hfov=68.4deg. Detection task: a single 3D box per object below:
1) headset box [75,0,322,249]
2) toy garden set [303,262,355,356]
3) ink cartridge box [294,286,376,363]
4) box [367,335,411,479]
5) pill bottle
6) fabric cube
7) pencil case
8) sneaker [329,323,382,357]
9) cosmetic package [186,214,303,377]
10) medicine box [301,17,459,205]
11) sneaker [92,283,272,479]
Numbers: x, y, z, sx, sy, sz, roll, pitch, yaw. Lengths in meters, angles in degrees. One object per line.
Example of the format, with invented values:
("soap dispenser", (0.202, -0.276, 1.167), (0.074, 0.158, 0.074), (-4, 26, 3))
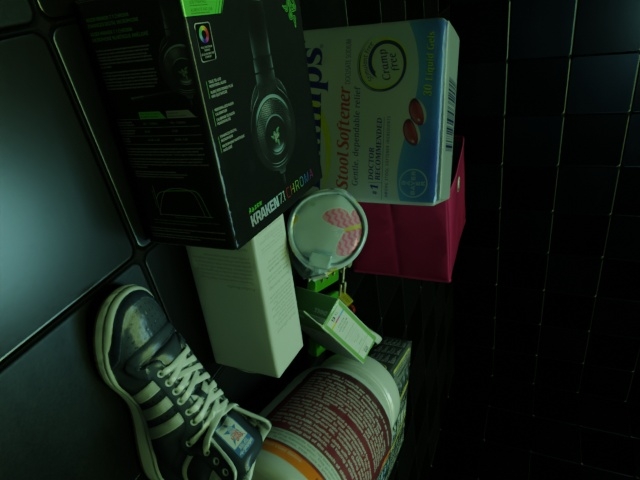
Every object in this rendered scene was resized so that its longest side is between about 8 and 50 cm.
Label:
("headset box", (-0.116, -0.171, 0.571), (0.246, 0.131, 0.283), (-48, 136, -54))
("toy garden set", (0.015, 0.096, 1.022), (0.204, 0.049, 0.244), (-22, 113, -61))
("ink cartridge box", (0.004, 0.142, 0.859), (0.209, 0.109, 0.062), (47, 65, -40))
("box", (0.147, 0.454, 1.209), (0.395, 0.097, 0.318), (-13, 109, -68))
("pill bottle", (-0.007, 0.356, 0.807), (0.392, 0.224, 0.224), (-25, 117, -62))
("fabric cube", (0.214, -0.083, 1.165), (0.254, 0.259, 0.258), (-61, 147, -44))
("pencil case", (0.000, 0.000, 0.767), (0.124, 0.113, 0.273), (-61, 180, -9))
("sneaker", (0.073, 0.250, 1.070), (0.121, 0.079, 0.217), (-54, 169, -9))
("cosmetic package", (-0.104, 0.070, 0.666), (0.085, 0.117, 0.231), (-46, 137, -52))
("medicine box", (0.068, -0.199, 0.779), (0.149, 0.289, 0.264), (-22, 115, -65))
("sneaker", (-0.149, 0.181, 0.542), (0.099, 0.153, 0.282), (-47, 136, -55))
